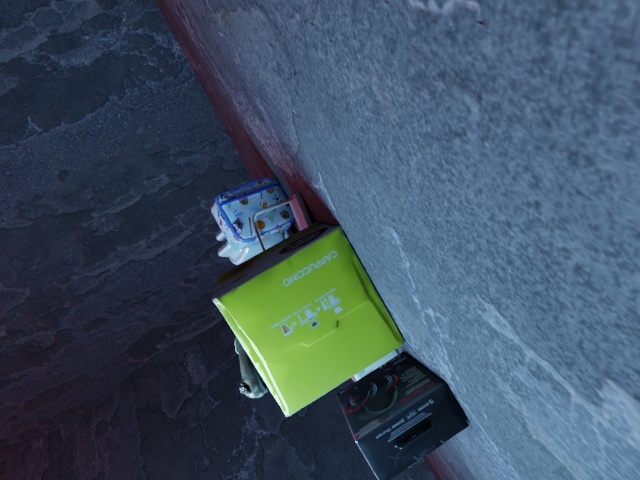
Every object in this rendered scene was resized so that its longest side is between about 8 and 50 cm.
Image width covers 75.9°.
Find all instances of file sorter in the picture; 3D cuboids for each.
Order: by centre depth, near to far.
[{"bbox_3d":[-0.126,-0.035,1.386,0.278,0.173,0.192,-165,54,-81],"label":"file sorter"}]

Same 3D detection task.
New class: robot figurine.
[{"bbox_3d":[-0.258,0.008,1.744,0.200,0.354,0.299,-28,64,48],"label":"robot figurine"}]

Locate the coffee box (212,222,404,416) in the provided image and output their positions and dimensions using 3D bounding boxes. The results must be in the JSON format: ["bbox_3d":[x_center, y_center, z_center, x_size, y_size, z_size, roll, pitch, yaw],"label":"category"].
[{"bbox_3d":[-0.046,0.176,1.097,0.337,0.338,0.334,61,173,-9],"label":"coffee box"}]

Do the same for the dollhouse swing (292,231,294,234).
[{"bbox_3d":[-0.264,-0.007,2.260,0.346,0.316,0.304,69,-171,-53],"label":"dollhouse swing"}]

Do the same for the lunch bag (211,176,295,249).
[{"bbox_3d":[-0.261,-0.114,1.589,0.243,0.304,0.115,60,146,8],"label":"lunch bag"}]

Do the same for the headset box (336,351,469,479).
[{"bbox_3d":[0.172,0.386,0.927,0.110,0.218,0.293,60,175,-3],"label":"headset box"}]

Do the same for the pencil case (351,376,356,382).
[{"bbox_3d":[0.211,0.534,1.596,0.167,0.159,0.386,26,173,-3],"label":"pencil case"}]

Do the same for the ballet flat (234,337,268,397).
[{"bbox_3d":[-0.189,0.311,1.036,0.084,0.058,0.250,64,171,-28],"label":"ballet flat"}]

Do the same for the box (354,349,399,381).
[{"bbox_3d":[0.185,0.411,1.251,0.232,0.149,0.127,59,174,7],"label":"box"}]

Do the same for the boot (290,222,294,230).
[{"bbox_3d":[-0.185,-0.123,1.889,0.206,0.090,0.248,59,170,18],"label":"boot"}]
